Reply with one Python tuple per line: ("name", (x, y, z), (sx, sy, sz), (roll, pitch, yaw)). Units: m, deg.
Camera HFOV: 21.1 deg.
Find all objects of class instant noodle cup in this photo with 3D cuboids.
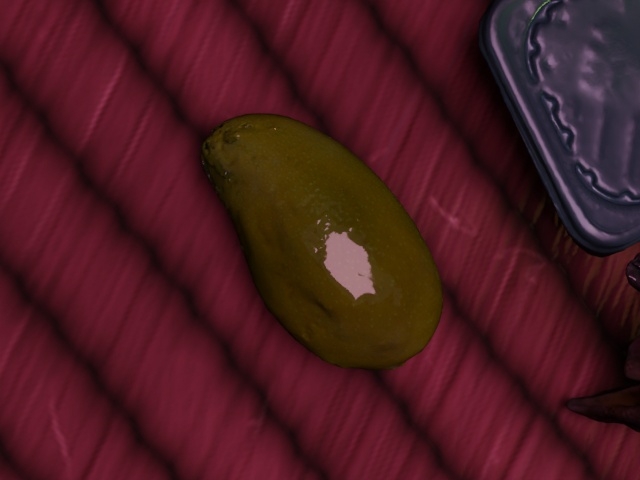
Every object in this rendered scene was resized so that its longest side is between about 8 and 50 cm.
("instant noodle cup", (0.182, -0.091, 0.979), (0.179, 0.070, 0.157), (-27, 93, -14))

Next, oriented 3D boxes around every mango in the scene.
("mango", (0.000, 0.000, 0.923), (0.091, 0.074, 0.165), (-43, 97, -11))

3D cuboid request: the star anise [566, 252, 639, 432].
("star anise", (0.256, 0.076, 0.952), (0.212, 0.129, 0.283), (-23, 109, -11))
